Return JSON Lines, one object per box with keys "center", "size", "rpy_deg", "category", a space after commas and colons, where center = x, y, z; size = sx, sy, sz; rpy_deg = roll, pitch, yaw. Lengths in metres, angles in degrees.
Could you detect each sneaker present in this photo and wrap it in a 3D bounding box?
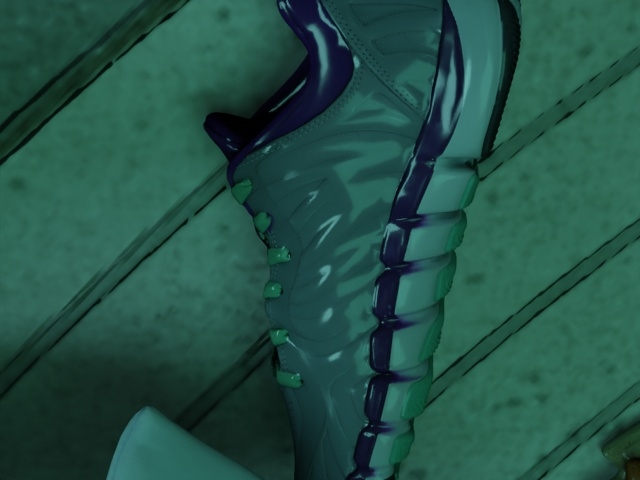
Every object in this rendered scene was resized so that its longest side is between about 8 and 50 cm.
{"center": [0.000, 0.000, 0.652], "size": [0.098, 0.083, 0.224], "rpy_deg": [13, 107, -1], "category": "sneaker"}

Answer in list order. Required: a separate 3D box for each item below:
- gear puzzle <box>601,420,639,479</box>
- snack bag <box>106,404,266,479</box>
{"center": [0.136, 0.179, 0.748], "size": [0.339, 0.044, 0.175], "rpy_deg": [-34, 94, 1], "category": "gear puzzle"}
{"center": [-0.011, 0.270, 0.571], "size": [0.323, 0.037, 0.342], "rpy_deg": [39, 62, -38], "category": "snack bag"}
